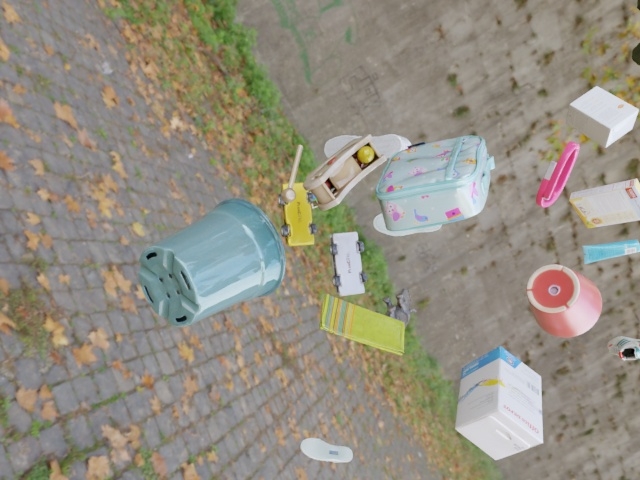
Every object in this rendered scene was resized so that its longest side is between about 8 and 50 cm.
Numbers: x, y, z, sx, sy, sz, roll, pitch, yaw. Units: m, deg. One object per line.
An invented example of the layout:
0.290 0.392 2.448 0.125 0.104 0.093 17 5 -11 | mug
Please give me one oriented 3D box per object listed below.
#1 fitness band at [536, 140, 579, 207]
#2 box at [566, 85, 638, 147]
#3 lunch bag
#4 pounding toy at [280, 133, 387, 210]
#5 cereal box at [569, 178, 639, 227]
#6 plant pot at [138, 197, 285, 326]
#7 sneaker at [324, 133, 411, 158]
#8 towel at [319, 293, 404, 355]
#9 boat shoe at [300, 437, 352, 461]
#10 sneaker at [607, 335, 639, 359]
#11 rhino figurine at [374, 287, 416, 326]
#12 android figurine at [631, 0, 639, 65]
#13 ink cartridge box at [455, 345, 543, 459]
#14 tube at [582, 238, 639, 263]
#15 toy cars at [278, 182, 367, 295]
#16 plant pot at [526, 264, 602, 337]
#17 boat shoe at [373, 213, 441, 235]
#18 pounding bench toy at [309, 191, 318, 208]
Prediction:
0.975 -0.266 2.296 0.054 0.209 0.290 32 -53 30 | fitness band
0.942 -0.416 1.882 0.170 0.130 0.091 49 -13 35 | box
0.245 -0.131 1.174 0.107 0.224 0.279 68 27 -22 | lunch bag
0.015 -0.180 1.384 0.155 0.269 0.154 53 -1 -16 | pounding toy
1.082 -0.133 2.085 0.173 0.240 0.047 46 54 -26 | cereal box
-0.339 0.078 1.698 0.334 0.341 0.341 -29 94 -49 | plant pot
0.174 -0.322 1.995 0.169 0.293 0.108 -14 105 -64 | sneaker
0.112 0.217 1.448 0.237 0.021 0.102 21 52 -14 | towel
0.015 0.852 2.249 0.228 0.081 0.079 19 55 -17 | boat shoe
0.919 0.330 1.697 0.161 0.075 0.057 162 -87 -71 | sneaker
0.225 0.211 1.632 0.243 0.073 0.106 -37 112 -59 | rhino figurine
0.658 -0.372 1.001 0.056 0.273 0.248 18 -69 57 | android figurine
0.513 0.467 1.610 0.171 0.168 0.232 38 39 -10 | ink cartridge box
1.180 0.041 2.277 0.052 0.207 0.080 -45 122 -73 | tube
0.000 0.000 1.667 0.394 0.176 0.087 45 -17 -6 | toy cars
0.940 0.223 2.200 0.243 0.275 0.275 33 30 -50 | plant pot
0.388 -0.075 2.511 0.091 0.303 0.114 -33 126 -86 | boat shoe
-0.012 -0.130 1.734 0.083 0.065 0.052 -162 -126 -75 | pounding bench toy
